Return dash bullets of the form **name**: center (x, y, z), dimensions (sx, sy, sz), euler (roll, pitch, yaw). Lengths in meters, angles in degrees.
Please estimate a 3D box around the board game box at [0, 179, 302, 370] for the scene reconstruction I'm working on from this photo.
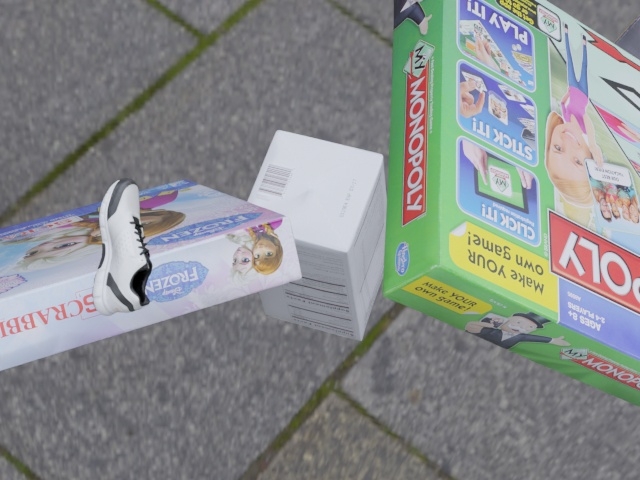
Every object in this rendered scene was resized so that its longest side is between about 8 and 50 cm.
- **board game box**: center (-0.224, 0.025, 1.311), dimensions (0.319, 0.318, 0.066), euler (-17, 105, -21)

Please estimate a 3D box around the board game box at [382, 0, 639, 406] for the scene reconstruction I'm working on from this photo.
- **board game box**: center (0.172, -0.015, 0.780), dimensions (0.317, 0.046, 0.213), euler (24, 53, -31)

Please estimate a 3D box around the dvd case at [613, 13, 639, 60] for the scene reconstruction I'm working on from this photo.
- **dvd case**: center (0.234, -0.048, 0.947), dimensions (0.164, 0.018, 0.221), euler (42, 68, 4)

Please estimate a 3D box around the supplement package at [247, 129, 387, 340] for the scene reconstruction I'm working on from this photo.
- **supplement package**: center (0.000, 0.000, 1.620), dimensions (0.134, 0.244, 0.139), euler (15, 63, 13)

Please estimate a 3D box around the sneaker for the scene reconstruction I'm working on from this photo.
- **sneaker**: center (-0.148, 0.005, 1.049), dimensions (0.044, 0.040, 0.109), euler (-1, 83, 27)
